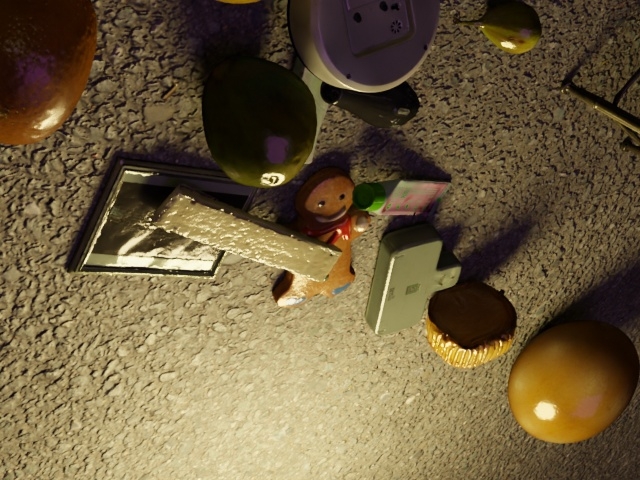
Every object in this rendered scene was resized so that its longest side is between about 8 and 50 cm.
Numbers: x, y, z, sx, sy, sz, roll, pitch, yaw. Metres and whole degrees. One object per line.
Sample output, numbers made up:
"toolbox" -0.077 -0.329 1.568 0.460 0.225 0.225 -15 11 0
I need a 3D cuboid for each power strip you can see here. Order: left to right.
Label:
"power strip" 0.198 0.075 2.144 0.193 0.059 0.265 -13 136 -23

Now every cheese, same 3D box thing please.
"cheese" -0.115 -0.004 1.774 0.400 0.034 0.085 23 112 -44

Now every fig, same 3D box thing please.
"fig" -0.096 -0.182 1.544 0.181 0.181 0.191 -38 120 -1
"fig" 0.303 -0.378 1.760 0.166 0.093 0.093 23 114 -29

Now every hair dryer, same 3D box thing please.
"hair dryer" 0.115 -0.314 1.671 0.235 0.091 0.272 2 114 -54

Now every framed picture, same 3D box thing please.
"framed picture" -0.247 -0.025 1.710 0.293 0.018 0.231 4 126 -41

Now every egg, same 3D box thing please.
"egg" 0.633 0.350 2.603 0.351 0.282 0.282 -37 143 -2

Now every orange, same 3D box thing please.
"orange" -0.378 -0.222 1.285 0.179 0.158 0.237 18 119 -30

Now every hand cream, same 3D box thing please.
"hand cream" 0.158 -0.082 1.949 0.079 0.050 0.275 -31 164 33

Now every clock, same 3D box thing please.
"clock" 0.067 -0.337 1.531 0.230 0.083 0.230 -9 107 -31

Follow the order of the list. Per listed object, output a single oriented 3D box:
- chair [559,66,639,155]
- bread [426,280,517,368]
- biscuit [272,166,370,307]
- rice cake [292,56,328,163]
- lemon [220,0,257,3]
"chair" 0.781 -0.253 1.999 0.365 0.410 0.362 -48 142 13
"bread" 0.327 0.188 2.266 0.199 0.199 0.104 -22 141 -21
"biscuit" 0.002 0.001 1.923 0.205 0.049 0.324 -14 135 -27
"rice cake" -0.023 -0.210 1.685 0.080 0.042 0.222 -13 134 -37
"lemon" -0.118 -0.407 1.252 0.233 0.233 0.288 -47 142 10
